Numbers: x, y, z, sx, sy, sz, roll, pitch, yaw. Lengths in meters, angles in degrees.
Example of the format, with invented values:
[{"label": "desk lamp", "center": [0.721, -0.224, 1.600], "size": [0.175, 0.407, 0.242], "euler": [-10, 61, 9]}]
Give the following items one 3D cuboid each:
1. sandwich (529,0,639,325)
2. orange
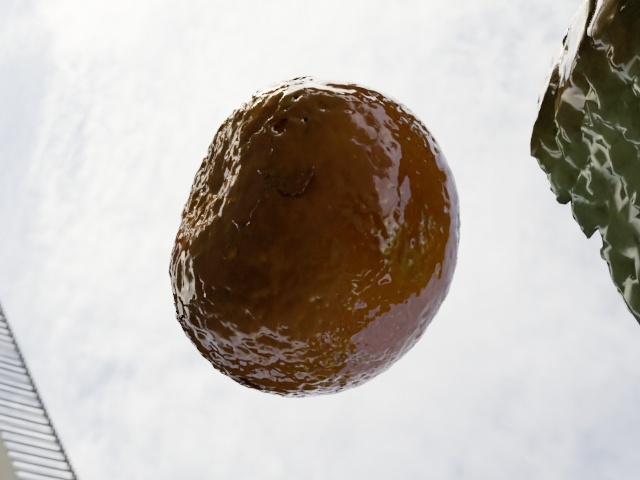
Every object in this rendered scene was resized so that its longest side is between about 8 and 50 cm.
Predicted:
[{"label": "sandwich", "center": [0.192, 0.052, 0.363], "size": [0.099, 0.289, 0.254], "euler": [123, -9, -63]}, {"label": "orange", "center": [0.000, 0.000, 0.660], "size": [0.193, 0.161, 0.193], "euler": [-57, -162, 31]}]
